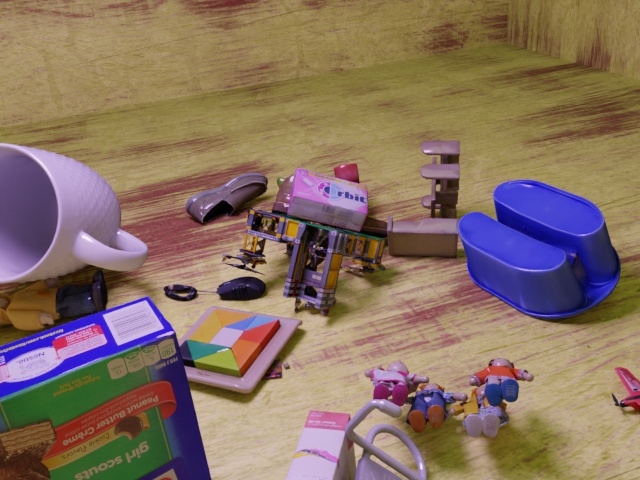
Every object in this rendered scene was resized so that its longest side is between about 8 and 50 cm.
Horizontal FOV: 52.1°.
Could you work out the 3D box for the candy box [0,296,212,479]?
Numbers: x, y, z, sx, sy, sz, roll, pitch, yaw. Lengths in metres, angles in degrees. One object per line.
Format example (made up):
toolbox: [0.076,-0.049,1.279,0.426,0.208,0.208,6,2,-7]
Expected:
candy box: [-0.305,0.271,0.876,0.268,0.317,0.122,-20,32,-23]

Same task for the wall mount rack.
wall mount rack: [0.155,0.368,0.825,0.304,0.130,0.350,34,31,-9]

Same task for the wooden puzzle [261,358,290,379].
wooden puzzle: [-0.098,0.243,1.229,0.083,0.006,0.049,-7,27,-2]

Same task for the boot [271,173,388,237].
boot: [0.040,-0.083,1.633,0.305,0.115,0.112,17,-12,-1]

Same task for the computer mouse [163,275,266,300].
computer mouse: [-0.242,0.104,1.485,0.241,0.041,0.071,-2,28,7]

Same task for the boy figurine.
boy figurine: [-0.620,0.132,1.448,0.285,0.092,0.177,-6,30,-8]

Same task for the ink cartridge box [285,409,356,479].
ink cartridge box: [-0.003,0.345,0.898,0.067,0.115,0.198,1,27,14]

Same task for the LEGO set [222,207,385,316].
LEGO set: [-0.034,0.055,1.456,0.331,0.192,0.255,15,4,24]

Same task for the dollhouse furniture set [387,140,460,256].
dollhouse furniture set: [0.252,-0.089,1.592,0.160,0.212,0.242,2,55,10]

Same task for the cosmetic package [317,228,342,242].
cosmetic package: [0.000,0.000,1.621,0.115,0.060,0.041,12,32,27]

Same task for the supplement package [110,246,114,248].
supplement package: [-0.687,-0.031,1.705,0.203,0.149,0.194,-27,35,-34]

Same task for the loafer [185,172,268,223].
loafer: [-0.255,-0.111,1.870,0.251,0.094,0.087,-25,57,-17]

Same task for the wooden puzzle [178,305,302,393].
wooden puzzle: [-0.181,0.198,1.280,0.220,0.044,0.239,5,29,26]

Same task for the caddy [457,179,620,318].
caddy: [0.452,0.024,1.377,0.241,0.179,0.341,-40,37,-11]

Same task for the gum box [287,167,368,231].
gum box: [0.023,-0.095,1.543,0.188,0.062,0.107,13,42,-8]

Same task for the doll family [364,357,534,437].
doll family: [0.201,0.254,1.032,0.262,0.119,0.163,-4,4,14]

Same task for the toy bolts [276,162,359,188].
toy bolts: [0.017,-0.093,1.773,0.228,0.159,0.218,-12,-14,8]

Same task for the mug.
mug: [-0.549,-0.033,1.418,0.374,0.276,0.328,26,6,10]

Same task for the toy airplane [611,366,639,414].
toy airplane: [0.548,0.255,1.066,0.151,0.028,0.151,-4,29,2]
